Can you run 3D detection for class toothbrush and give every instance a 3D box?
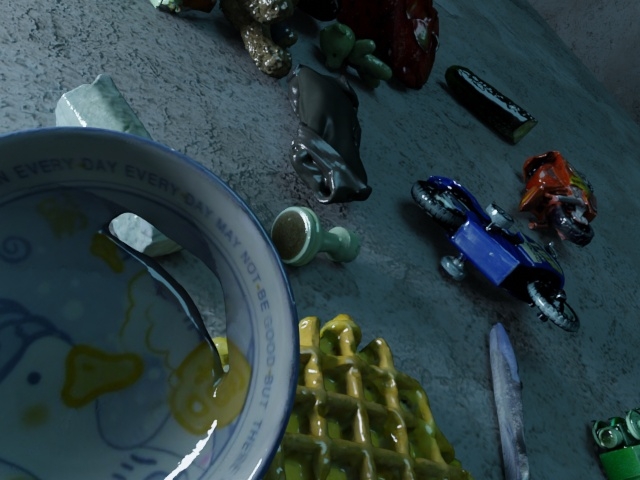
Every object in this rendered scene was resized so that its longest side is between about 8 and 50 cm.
[{"bbox_3d":[0.212,0.244,0.632,0.042,0.035,0.413,28,38,-13],"label":"toothbrush"}]

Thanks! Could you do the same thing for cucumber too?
[{"bbox_3d":[0.382,-0.316,1.350,0.241,0.074,0.074,37,36,1],"label":"cucumber"}]

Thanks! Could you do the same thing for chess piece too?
[{"bbox_3d":[0.000,0.000,0.680,0.103,0.067,0.067,10,45,-47],"label":"chess piece"}]

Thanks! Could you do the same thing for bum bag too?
[{"bbox_3d":[0.006,-0.155,0.838,0.142,0.080,0.326,32,33,-24],"label":"bum bag"}]

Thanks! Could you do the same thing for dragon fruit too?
[{"bbox_3d":[0.205,-0.491,1.243,0.286,0.228,0.329,5,47,-41],"label":"dragon fruit"}]

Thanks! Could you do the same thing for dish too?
[{"bbox_3d":[-0.156,0.074,0.393,0.274,0.134,0.273,2,78,-8],"label":"dish"}]

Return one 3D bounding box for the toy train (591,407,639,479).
[{"bbox_3d":[0.433,0.275,0.773,0.178,0.071,0.104,8,55,-35],"label":"toy train"}]

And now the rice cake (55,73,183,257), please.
[{"bbox_3d":[-0.191,-0.070,0.575,0.069,0.063,0.206,-21,66,-44],"label":"rice cake"}]

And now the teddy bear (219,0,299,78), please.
[{"bbox_3d":[-0.093,-0.381,0.934,0.129,0.181,0.251,7,45,1],"label":"teddy bear"}]

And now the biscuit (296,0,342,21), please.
[{"bbox_3d":[-0.036,-0.488,1.098,0.194,0.053,0.194,41,-2,2],"label":"biscuit"}]

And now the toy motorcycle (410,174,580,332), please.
[{"bbox_3d":[0.259,0.011,0.866,0.315,0.113,0.169,47,25,22],"label":"toy motorcycle"}]

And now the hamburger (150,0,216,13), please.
[{"bbox_3d":[-0.208,-0.469,0.860,0.151,0.260,0.276,10,14,-13],"label":"hamburger"}]

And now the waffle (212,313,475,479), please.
[{"bbox_3d":[0.030,0.202,0.492,0.329,0.062,0.329,24,38,-21],"label":"waffle"}]

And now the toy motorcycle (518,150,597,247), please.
[{"bbox_3d":[0.478,-0.092,1.183,0.171,0.089,0.298,39,36,0],"label":"toy motorcycle"}]

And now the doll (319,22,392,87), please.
[{"bbox_3d":[0.060,-0.331,1.073,0.150,0.077,0.115,33,-8,-19],"label":"doll"}]
